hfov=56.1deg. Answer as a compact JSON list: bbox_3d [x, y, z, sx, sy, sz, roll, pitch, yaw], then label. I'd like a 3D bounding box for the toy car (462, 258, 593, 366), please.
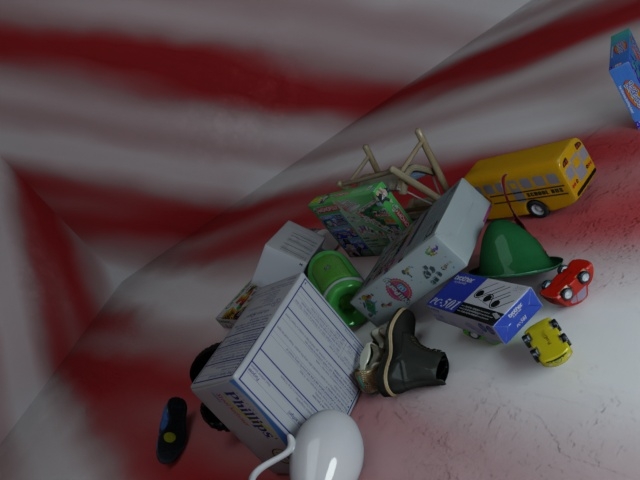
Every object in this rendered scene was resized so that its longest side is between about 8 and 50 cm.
[{"bbox_3d":[0.354,0.141,1.041,0.224,0.053,0.239,-19,26,45],"label":"toy car"}]

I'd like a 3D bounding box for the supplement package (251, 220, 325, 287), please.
[{"bbox_3d":[-0.092,0.055,1.797,0.244,0.133,0.139,-54,-13,-69],"label":"supplement package"}]

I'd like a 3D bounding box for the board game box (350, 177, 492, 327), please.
[{"bbox_3d":[0.219,0.032,1.321,0.303,0.097,0.224,-45,5,45],"label":"board game box"}]

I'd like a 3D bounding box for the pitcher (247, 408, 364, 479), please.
[{"bbox_3d":[-0.019,0.376,1.000,0.125,0.177,0.207,-54,8,37],"label":"pitcher"}]

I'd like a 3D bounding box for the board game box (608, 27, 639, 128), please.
[{"bbox_3d":[0.724,-0.378,1.390,0.047,0.160,0.210,-23,25,38],"label":"board game box"}]

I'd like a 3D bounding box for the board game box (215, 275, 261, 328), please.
[{"bbox_3d":[-0.197,0.169,1.998,0.305,0.053,0.193,-49,21,-27],"label":"board game box"}]

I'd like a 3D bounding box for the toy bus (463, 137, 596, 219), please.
[{"bbox_3d":[0.445,-0.127,1.370,0.108,0.130,0.332,-48,21,-26],"label":"toy bus"}]

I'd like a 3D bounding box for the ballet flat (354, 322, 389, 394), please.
[{"bbox_3d":[0.125,0.223,1.250,0.073,0.067,0.206,-20,26,37],"label":"ballet flat"}]

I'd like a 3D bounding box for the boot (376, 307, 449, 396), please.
[{"bbox_3d":[0.196,0.210,1.166,0.137,0.077,0.198,-18,40,36],"label":"boot"}]

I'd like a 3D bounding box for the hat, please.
[{"bbox_3d":[0.355,-0.034,1.159,0.172,0.184,0.208,-11,4,-14],"label":"hat"}]

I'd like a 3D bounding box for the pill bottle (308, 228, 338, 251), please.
[{"bbox_3d":[0.000,0.000,1.985,0.078,0.078,0.137,-44,20,-17],"label":"pill bottle"}]

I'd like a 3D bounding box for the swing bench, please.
[{"bbox_3d":[0.229,-0.141,1.631,0.165,0.254,0.253,-54,23,-23],"label":"swing bench"}]

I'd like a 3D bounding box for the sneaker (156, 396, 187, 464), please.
[{"bbox_3d":[-0.392,0.511,1.575,0.209,0.069,0.082,-99,29,-59],"label":"sneaker"}]

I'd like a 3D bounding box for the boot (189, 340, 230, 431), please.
[{"bbox_3d":[-0.233,0.367,1.485,0.347,0.131,0.260,-27,22,30],"label":"boot"}]

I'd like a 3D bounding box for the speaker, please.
[{"bbox_3d":[0.044,0.117,1.561,0.131,0.131,0.296,-38,19,1],"label":"speaker"}]

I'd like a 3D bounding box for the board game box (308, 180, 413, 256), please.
[{"bbox_3d":[0.122,-0.048,1.660,0.046,0.214,0.317,-49,21,-25],"label":"board game box"}]

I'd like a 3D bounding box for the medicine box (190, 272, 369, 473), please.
[{"bbox_3d":[-0.063,0.263,1.202,0.149,0.264,0.289,-21,25,43],"label":"medicine box"}]

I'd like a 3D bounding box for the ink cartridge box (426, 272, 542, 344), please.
[{"bbox_3d":[0.284,0.115,1.071,0.097,0.046,0.207,-41,17,-14],"label":"ink cartridge box"}]
